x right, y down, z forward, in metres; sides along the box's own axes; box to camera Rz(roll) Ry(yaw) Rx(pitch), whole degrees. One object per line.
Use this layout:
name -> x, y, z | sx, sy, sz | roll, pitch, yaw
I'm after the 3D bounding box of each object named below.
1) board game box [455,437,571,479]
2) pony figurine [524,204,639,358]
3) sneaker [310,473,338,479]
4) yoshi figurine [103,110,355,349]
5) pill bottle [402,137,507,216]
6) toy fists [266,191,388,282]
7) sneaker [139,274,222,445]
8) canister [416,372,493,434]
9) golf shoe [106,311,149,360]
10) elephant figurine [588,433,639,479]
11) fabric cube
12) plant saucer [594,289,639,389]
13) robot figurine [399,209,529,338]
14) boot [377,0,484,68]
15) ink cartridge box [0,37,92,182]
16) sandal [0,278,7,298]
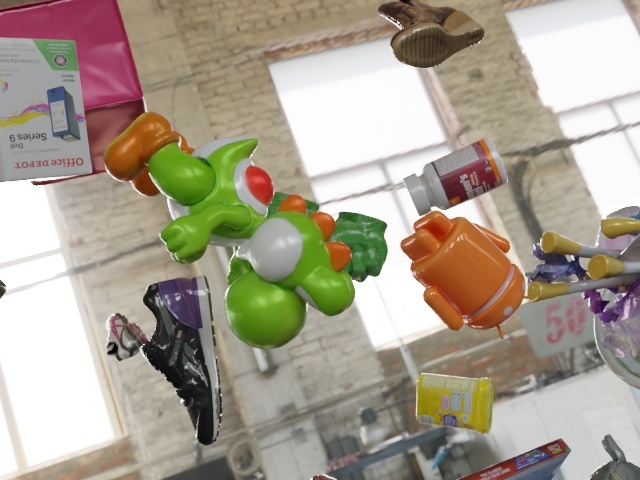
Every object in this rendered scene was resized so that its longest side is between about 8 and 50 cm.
board game box -> 0.213, 0.363, 1.143 | 0.281, 0.027, 0.145 | -10, -46, -32
pony figurine -> 0.570, 0.054, 1.549 | 0.363, 0.303, 0.351 | 1, -17, -22
sneaker -> 0.080, 0.528, 1.622 | 0.135, 0.098, 0.276 | -33, 30, -20
yoshi figurine -> -0.129, 0.008, 1.099 | 0.203, 0.362, 0.203 | -42, -14, -42
pill bottle -> 0.312, -0.143, 1.937 | 0.221, 0.121, 0.121 | -24, -14, 6
toy fists -> 0.000, 0.000, 1.688 | 0.279, 0.142, 0.096 | 15, -10, 2
sneaker -> -0.238, 0.206, 1.399 | 0.124, 0.284, 0.107 | -6, -6, -13
canister -> 0.314, 0.379, 1.951 | 0.169, 0.126, 0.073 | 3, 6, 22
golf shoe -> -0.448, 0.213, 1.838 | 0.086, 0.068, 0.186 | -40, 24, -20
elephant figurine -> 0.468, 0.470, 1.310 | 0.186, 0.169, 0.240 | -41, -37, -24
fabric cube -> -0.481, -0.288, 1.604 | 0.258, 0.254, 0.258 | -14, -17, -11
plant saucer -> 0.785, 0.163, 1.747 | 0.400, 0.401, 0.100 | -28, -52, 28
robot figurine -> 0.229, 0.049, 1.291 | 0.128, 0.219, 0.158 | -44, 8, 24
boot -> 0.182, -0.424, 1.669 | 0.248, 0.207, 0.090 | -20, -50, -35
ink cartridge box -> -0.449, -0.196, 1.272 | 0.093, 0.213, 0.154 | 1, 8, 40
sandal -> -0.474, -0.020, 1.094 | 0.060, 0.219, 0.090 | -38, -9, -2
